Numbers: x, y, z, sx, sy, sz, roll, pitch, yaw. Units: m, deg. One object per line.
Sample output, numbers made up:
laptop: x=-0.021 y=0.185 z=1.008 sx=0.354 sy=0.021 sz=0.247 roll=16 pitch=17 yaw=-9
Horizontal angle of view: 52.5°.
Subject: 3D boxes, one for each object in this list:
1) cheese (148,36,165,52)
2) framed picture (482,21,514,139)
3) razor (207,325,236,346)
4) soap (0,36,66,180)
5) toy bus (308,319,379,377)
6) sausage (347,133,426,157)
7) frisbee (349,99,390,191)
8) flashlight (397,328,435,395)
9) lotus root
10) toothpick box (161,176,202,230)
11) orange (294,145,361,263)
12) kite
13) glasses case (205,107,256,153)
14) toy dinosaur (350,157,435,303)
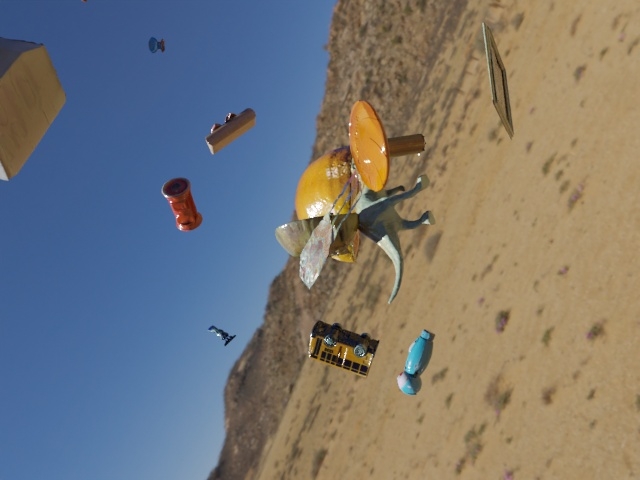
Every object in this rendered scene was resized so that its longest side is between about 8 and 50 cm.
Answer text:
cheese: x=-0.487 y=-0.579 z=1.927 sx=0.017 sy=0.111 sz=0.047 roll=-13 pitch=-67 yaw=-35
framed picture: x=0.491 y=-0.426 z=1.770 sx=0.296 sy=0.019 sz=0.232 roll=21 pitch=-117 yaw=-63
razor: x=-0.294 y=0.264 z=1.871 sx=0.044 sy=0.028 sz=0.155 roll=-42 pitch=26 yaw=-20
soap: x=-1.055 y=-0.449 z=2.124 sx=0.350 sy=0.213 sz=0.435 roll=88 pitch=-167 yaw=-50
toy bus: x=0.065 y=0.325 z=1.953 sx=0.098 sy=0.201 sz=0.114 roll=-53 pitch=-21 yaw=-66
sausage: x=0.210 y=-0.312 z=2.237 sx=0.372 sy=0.082 sz=0.082 roll=-13 pitch=-39 yaw=-35
frisbee: x=0.090 y=-0.193 z=1.344 sx=0.192 sy=0.035 sz=0.192 roll=167 pitch=90 yaw=-74
flashlight: x=0.187 y=0.233 z=1.242 sx=0.051 sy=0.051 sz=0.129 roll=-24 pitch=-43 yaw=-84
lotus root: x=0.000 y=0.001 z=1.390 sx=0.203 sy=0.183 sz=0.077 roll=93 pitch=165 yaw=-78
toothpick box: x=-0.220 y=-0.056 z=1.043 sx=0.083 sy=0.047 sz=0.047 roll=78 pitch=-149 yaw=-46
orange: x=0.056 y=-0.095 z=1.685 sx=0.310 sy=0.274 sz=0.274 roll=-45 pitch=13 yaw=53
kite: x=0.018 y=-0.021 z=1.157 sx=0.229 sy=0.016 sz=0.127 roll=-59 pitch=26 yaw=25
glasses case: x=-0.312 y=-0.378 z=2.211 sx=0.193 sy=0.070 sz=0.102 roll=-38 pitch=-7 yaw=-14
toy dinosaur: x=0.154 y=-0.042 z=1.400 sx=0.092 sy=0.206 sz=0.392 roll=27 pitch=-126 yaw=-50
